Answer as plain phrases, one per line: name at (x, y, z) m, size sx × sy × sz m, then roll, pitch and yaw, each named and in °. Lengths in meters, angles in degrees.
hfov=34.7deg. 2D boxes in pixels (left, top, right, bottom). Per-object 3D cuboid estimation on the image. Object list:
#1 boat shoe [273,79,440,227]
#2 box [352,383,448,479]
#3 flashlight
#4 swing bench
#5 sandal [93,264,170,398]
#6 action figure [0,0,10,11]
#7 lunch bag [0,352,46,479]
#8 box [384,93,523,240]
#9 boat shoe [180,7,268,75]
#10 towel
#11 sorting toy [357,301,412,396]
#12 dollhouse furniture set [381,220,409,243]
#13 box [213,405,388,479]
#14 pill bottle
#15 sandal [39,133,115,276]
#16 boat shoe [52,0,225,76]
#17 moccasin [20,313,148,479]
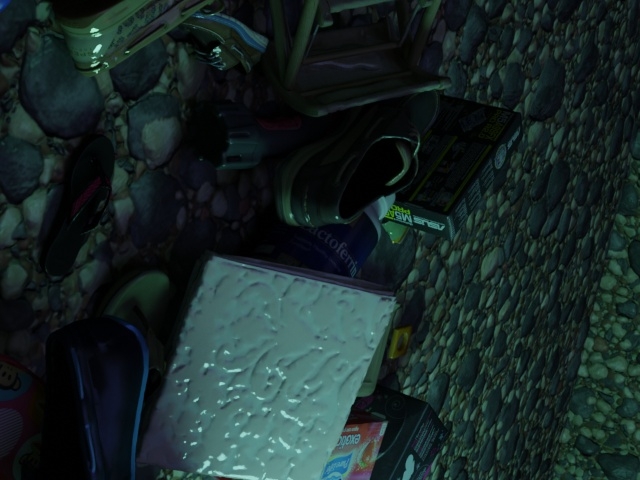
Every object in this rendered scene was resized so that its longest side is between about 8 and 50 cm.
boat shoe at (0.083, -0.118, 1.479) m, size 0.355 × 0.130 × 0.132 m, roll -43°, pitch 138°, yaw -34°
box at (0.109, 0.420, 1.980) m, size 0.247 × 0.163 × 0.142 m, roll -58°, pitch 144°, yaw -21°
flashlight at (-0.061, -0.165, 1.461) m, size 0.304 × 0.103 × 0.103 m, roll -8°, pitch 117°, yaw -52°
swing bench at (0.051, -0.326, 1.431) m, size 0.253 × 0.165 × 0.254 m, roll -17°, pitch 123°, yaw -36°
sandal at (-0.248, 0.179, 1.347) m, size 0.120 × 0.086 × 0.302 m, roll 5°, pitch 102°, yaw -59°
action figure at (-0.324, -0.283, 0.988) m, size 0.280 × 0.139 × 0.091 m, roll -46°, pitch 151°, yaw 1°
lunch bag at (-0.376, 0.273, 1.153) m, size 0.258 × 0.120 × 0.293 m, roll -61°, pitch 145°, yaw -20°
box at (0.192, -0.138, 1.755) m, size 0.270 × 0.216 × 0.060 m, roll -53°, pitch 146°, yaw -30°
boat shoe at (-0.128, -0.255, 1.323) m, size 0.183 × 0.066 × 0.066 m, roll 11°, pitch 98°, yaw -59°
towel at (-0.079, 0.189, 1.457) m, size 0.317 × 0.053 × 0.331 m, roll 15°, pitch 105°, yaw -29°
sorting toy at (0.069, 0.196, 1.905) m, size 0.348 × 0.047 × 0.196 m, roll 16°, pitch 92°, yaw -59°
dollhouse furniture set at (0.182, -0.062, 1.936) m, size 0.151 × 0.059 × 0.076 m, roll -60°, pitch 147°, yaw -19°
box at (-0.031, 0.348, 1.729) m, size 0.300 × 0.154 × 0.142 m, roll 13°, pitch 96°, yaw -61°
pill bottle at (0.000, 0.000, 1.585) m, size 0.264 × 0.153 × 0.153 m, roll -56°, pitch 146°, yaw -26°
sandal at (-0.280, -0.038, 1.222) m, size 0.067 × 0.040 × 0.179 m, roll 23°, pitch 87°, yaw -59°
boat shoe at (-0.185, -0.291, 1.192) m, size 0.285 × 0.105 × 0.089 m, roll -36°, pitch 140°, yaw -30°
moccasin at (-0.275, 0.248, 1.098) m, size 0.117 × 0.138 × 0.342 m, roll 3°, pitch 90°, yaw -52°
